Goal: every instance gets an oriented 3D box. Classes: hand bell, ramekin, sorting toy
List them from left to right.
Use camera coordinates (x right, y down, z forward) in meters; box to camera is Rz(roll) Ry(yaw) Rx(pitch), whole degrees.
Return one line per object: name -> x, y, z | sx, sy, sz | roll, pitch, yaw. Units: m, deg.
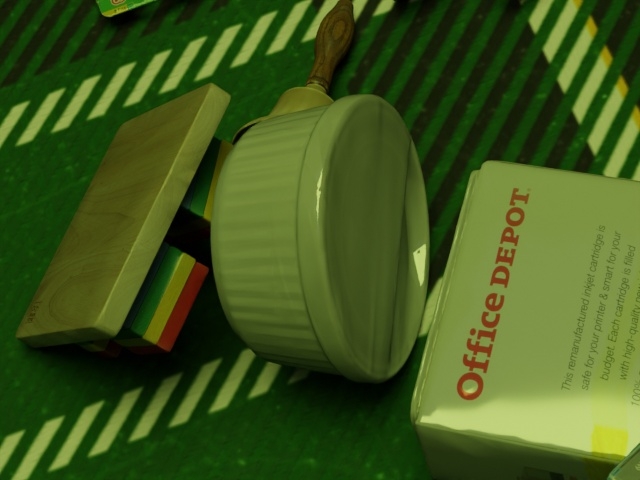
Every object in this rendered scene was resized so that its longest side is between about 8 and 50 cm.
sorting toy -> -0.169, -0.003, 1.678 | 0.089, 0.257, 0.255 | 30, 72, -20
hand bell -> -0.003, -0.166, 1.814 | 0.126, 0.126, 0.242 | 6, 50, 14
ramekin -> 0.000, 0.000, 1.619 | 0.127, 0.273, 0.273 | -2, 60, 24

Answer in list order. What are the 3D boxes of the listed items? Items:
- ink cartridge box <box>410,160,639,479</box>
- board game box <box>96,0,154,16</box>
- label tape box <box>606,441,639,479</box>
ink cartridge box -> 0.303, 0.103, 1.554 | 0.385, 0.160, 0.279 | 10, 63, 15
board game box -> -0.222, -0.365, 1.987 | 0.124, 0.039, 0.259 | -20, 57, 0
label tape box -> 0.362, 0.337, 1.354 | 0.348, 0.249, 0.115 | 35, 43, 26
